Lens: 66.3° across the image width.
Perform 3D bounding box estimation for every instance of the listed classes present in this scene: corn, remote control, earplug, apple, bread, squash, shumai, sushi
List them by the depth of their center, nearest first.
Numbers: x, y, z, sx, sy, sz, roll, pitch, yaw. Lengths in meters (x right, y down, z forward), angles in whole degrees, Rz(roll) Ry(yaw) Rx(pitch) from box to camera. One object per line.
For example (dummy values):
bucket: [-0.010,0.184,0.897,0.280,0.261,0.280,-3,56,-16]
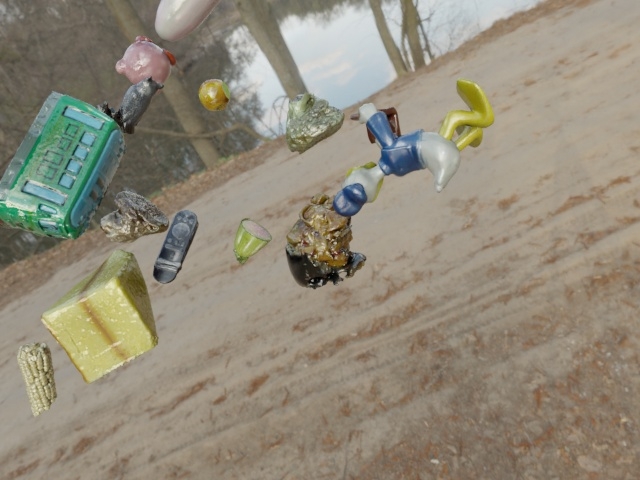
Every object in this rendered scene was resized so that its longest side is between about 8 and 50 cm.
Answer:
sushi: [0.006,-0.001,1.296,0.200,0.204,0.213,-5,33,31]
corn: [-0.793,0.389,1.388,0.087,0.211,0.087,-8,13,2]
squash: [-0.217,0.017,1.417,0.132,0.105,0.105,-53,20,20]
bread: [-0.615,0.192,1.464,0.233,0.245,0.362,-28,17,-2]
earplug: [-0.405,-0.749,1.528,0.301,0.172,0.172,-46,24,14]
remote control: [-0.473,0.025,1.612,0.090,0.066,0.266,14,65,4]
apple: [-0.371,-0.504,1.716,0.099,0.102,0.114,-19,-5,11]
shumai: [-0.682,-0.055,1.802,0.185,0.218,0.184,-56,10,14]
shumai: [-0.046,-0.479,1.912,0.255,0.218,0.189,-29,-6,6]

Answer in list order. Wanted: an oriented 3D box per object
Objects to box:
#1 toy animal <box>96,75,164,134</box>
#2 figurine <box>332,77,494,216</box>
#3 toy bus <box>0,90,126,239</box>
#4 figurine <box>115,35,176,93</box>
toy animal: [-0.551,-0.393,1.442,0.210,0.121,0.117,-30,68,24]
figurine: [0.142,-0.189,1.020,0.338,0.204,0.283,-42,56,-4]
toy bus: [-0.626,-0.167,1.207,0.183,0.199,0.344,131,158,-69]
figurine: [-0.636,-0.639,1.796,0.173,0.173,0.173,-23,27,13]
